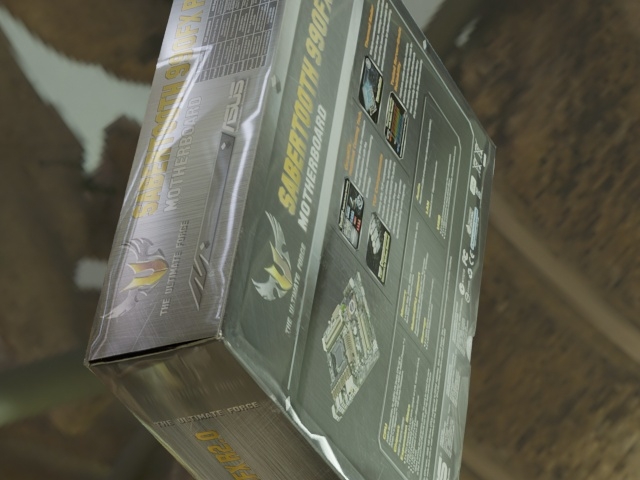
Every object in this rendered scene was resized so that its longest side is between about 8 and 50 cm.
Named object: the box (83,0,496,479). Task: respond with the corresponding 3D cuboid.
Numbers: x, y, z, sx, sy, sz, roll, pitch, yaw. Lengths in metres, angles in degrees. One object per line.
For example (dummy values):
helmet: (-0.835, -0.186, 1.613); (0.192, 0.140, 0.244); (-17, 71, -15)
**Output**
box: (0.000, 0.000, 0.738); (0.056, 0.231, 0.183); (-12, -41, 26)
